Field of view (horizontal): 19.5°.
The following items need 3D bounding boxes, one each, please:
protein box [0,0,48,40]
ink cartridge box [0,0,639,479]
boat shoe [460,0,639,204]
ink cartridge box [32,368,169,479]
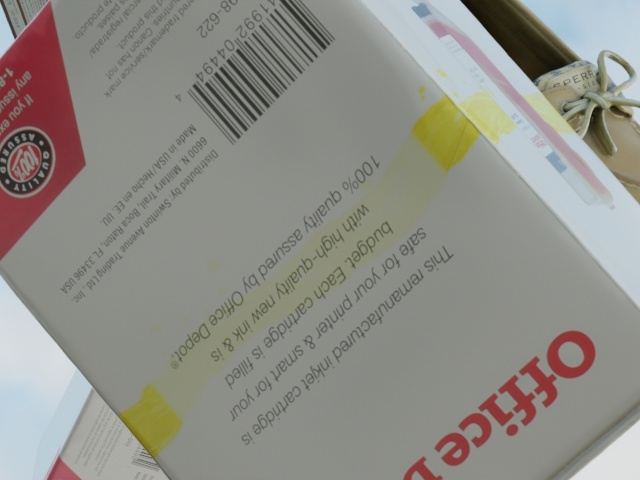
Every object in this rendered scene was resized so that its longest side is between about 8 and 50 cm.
[{"bbox_3d":[-0.156,-0.265,1.611,0.201,0.200,0.136,5,-28,8],"label":"protein box"},{"bbox_3d":[0.000,0.000,1.067,0.279,0.160,0.385,-44,-100,23],"label":"ink cartridge box"},{"bbox_3d":[0.132,-0.108,1.235,0.285,0.104,0.089,39,-54,21],"label":"boat shoe"},{"bbox_3d":[-0.096,0.168,1.434,0.218,0.092,0.158,20,-56,-15],"label":"ink cartridge box"}]
